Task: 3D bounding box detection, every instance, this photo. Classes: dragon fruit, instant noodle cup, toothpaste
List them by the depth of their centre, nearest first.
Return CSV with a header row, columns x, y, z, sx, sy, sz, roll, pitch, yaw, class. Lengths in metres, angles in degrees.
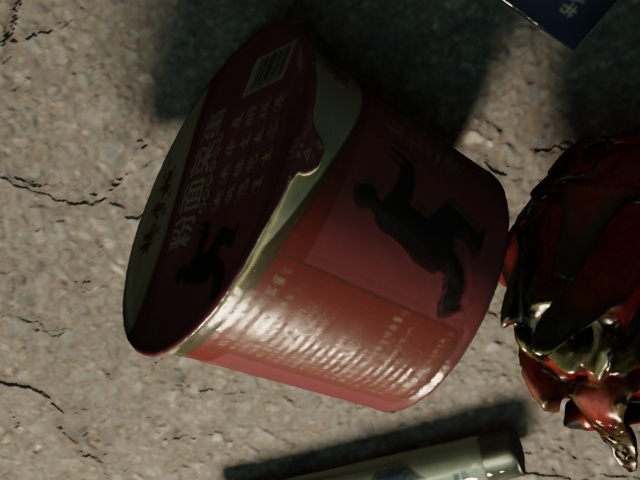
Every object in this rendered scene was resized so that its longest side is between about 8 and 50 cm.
x,y,z,sx,sy,sz,roll,pitch,yaw,class
0.206,0.028,1.294,0.193,0.274,0.192,47,133,27,dragon fruit
0.000,0.000,1.298,0.178,0.235,0.235,26,121,-22,instant noodle cup
0.039,0.189,1.518,0.239,0.039,0.062,-15,127,15,toothpaste

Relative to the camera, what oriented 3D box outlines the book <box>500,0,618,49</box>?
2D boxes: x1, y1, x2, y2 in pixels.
x,y,z,sx,sy,sz,roll,pitch,yaw,class
0.105,-0.281,1.200,0.322,0.018,0.228,31,116,-20,book
